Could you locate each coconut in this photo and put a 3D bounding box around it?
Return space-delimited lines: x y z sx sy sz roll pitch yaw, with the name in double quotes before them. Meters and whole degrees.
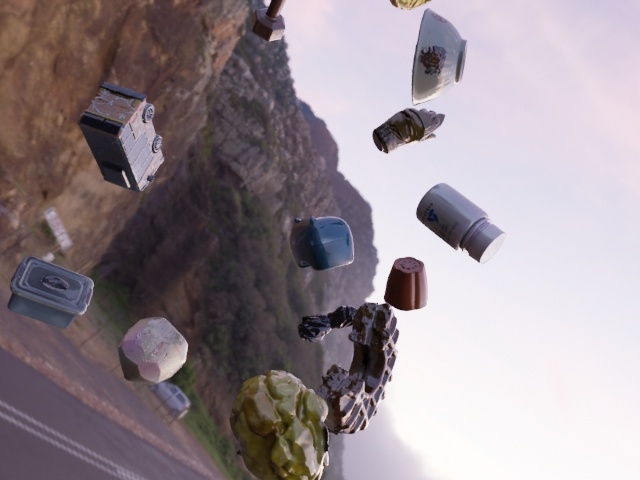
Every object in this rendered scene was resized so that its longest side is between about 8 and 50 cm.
"coconut" -0.601 0.393 2.064 0.227 0.230 0.227 37 -25 21

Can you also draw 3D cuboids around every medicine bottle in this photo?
"medicine bottle" 0.484 -0.058 2.034 0.293 0.170 0.170 42 -18 29

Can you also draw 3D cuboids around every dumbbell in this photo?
"dumbbell" -0.101 -0.606 1.466 0.092 0.082 0.231 31 -43 -6

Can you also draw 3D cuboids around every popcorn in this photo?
"popcorn" -0.084 0.412 1.277 0.252 0.215 0.286 -103 -172 -62

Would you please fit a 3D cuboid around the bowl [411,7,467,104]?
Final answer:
"bowl" 0.429 -0.636 2.076 0.158 0.337 0.337 11 -30 14

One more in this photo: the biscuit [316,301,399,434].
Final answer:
"biscuit" 0.109 0.361 1.582 0.115 0.366 0.268 12 -40 29

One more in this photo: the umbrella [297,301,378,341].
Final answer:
"umbrella" 0.073 0.314 2.343 0.118 0.340 0.118 163 -90 -90

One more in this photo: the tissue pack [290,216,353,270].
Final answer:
"tissue pack" 0.000 0.000 2.286 0.287 0.198 0.206 -173 -109 -70

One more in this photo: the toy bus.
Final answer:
"toy bus" -0.622 -0.316 1.867 0.162 0.194 0.323 18 -29 7

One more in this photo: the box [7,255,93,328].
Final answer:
"box" -0.825 0.159 1.794 0.227 0.130 0.162 27 31 -25

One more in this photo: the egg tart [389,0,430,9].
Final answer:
"egg tart" 0.274 -0.734 1.663 0.191 0.191 0.074 110 -40 -71

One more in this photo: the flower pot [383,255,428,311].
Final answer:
"flower pot" 0.356 0.167 2.401 0.191 0.191 0.173 33 -48 42

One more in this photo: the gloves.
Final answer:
"gloves" 0.369 -0.460 2.383 0.154 0.331 0.141 60 -15 14
